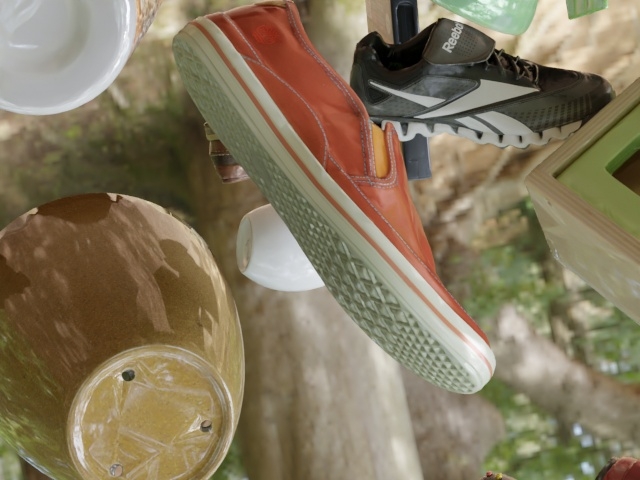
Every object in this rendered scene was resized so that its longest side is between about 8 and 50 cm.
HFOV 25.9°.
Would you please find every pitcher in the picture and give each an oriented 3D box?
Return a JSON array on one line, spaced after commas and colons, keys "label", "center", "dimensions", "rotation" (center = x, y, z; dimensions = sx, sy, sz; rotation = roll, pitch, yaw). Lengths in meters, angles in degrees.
[{"label": "pitcher", "center": [0.000, 0.000, 1.936], "dimensions": [0.207, 0.125, 0.178], "rotation": [4, 153, -18]}]

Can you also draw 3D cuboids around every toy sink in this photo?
[{"label": "toy sink", "center": [0.307, -0.055, 1.115], "dimensions": [0.234, 0.153, 0.131], "rotation": [-40, 139, -8]}]

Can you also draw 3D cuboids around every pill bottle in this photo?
[{"label": "pill bottle", "center": [-0.299, -0.299, 1.616], "dimensions": [0.224, 0.224, 0.392], "rotation": [-12, -160, 6]}]

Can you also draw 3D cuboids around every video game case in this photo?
[{"label": "video game case", "center": [0.082, -0.216, 1.547], "dimensions": [0.035, 0.248, 0.275], "rotation": [-6, -165, -2]}]

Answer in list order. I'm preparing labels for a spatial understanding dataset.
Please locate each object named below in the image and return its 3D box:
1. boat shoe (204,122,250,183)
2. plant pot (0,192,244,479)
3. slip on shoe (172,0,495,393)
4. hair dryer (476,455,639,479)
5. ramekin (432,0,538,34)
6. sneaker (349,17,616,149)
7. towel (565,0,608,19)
[{"label": "boat shoe", "center": [-0.038, -0.081, 1.275], "dimensions": [0.064, 0.060, 0.178], "rotation": [-2, -178, 38]}, {"label": "plant pot", "center": [-0.155, 0.102, 1.068], "dimensions": [0.237, 0.237, 0.254], "rotation": [-12, -165, -14]}, {"label": "slip on shoe", "center": [0.024, -0.038, 0.983], "dimensions": [0.101, 0.331, 0.123], "rotation": [-33, 169, -17]}, {"label": "hair dryer", "center": [0.292, 0.295, 1.259], "dimensions": [0.293, 0.223, 0.080], "rotation": [-8, -158, 46]}, {"label": "ramekin", "center": [0.119, -0.350, 1.379], "dimensions": [0.148, 0.303, 0.303], "rotation": [-56, 159, 22]}, {"label": "sneaker", "center": [0.130, -0.138, 1.178], "dimensions": [0.234, 0.106, 0.078], "rotation": [2, -141, 15]}, {"label": "towel", "center": [0.340, -0.372, 1.832], "dimensions": [0.023, 0.152, 0.113], "rotation": [-8, -177, -11]}]
